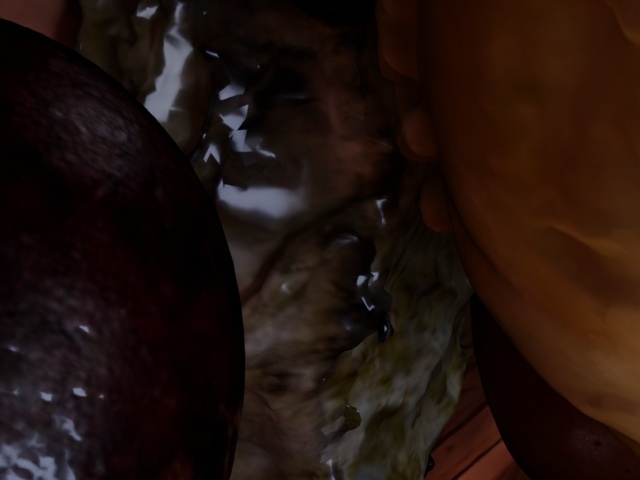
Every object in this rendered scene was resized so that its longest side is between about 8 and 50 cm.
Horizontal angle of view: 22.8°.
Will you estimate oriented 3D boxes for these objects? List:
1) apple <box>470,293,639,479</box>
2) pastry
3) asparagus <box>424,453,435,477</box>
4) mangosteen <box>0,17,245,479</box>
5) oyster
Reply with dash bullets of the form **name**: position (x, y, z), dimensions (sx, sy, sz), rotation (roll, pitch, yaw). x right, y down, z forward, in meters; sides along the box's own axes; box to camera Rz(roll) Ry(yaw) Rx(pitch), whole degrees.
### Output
- **apple**: position (0.182, 0.033, 0.718), dimensions (0.234, 0.234, 0.234), rotation (-31, 137, -34)
- **pastry**: position (0.186, -0.111, 0.475), dimensions (0.409, 0.245, 0.409), rotation (-23, 125, -38)
- **asparagus**: position (0.011, 0.144, 0.761), dimensions (0.127, 0.015, 0.018), rotation (-40, 143, -25)
- **mangosteen**: position (-0.118, 0.033, 0.377), dimensions (0.210, 0.210, 0.210), rotation (-31, 137, -34)
- **oyster**: position (0.017, 0.001, 0.589), dimensions (0.204, 0.111, 0.396), rotation (-31, 133, -39)
